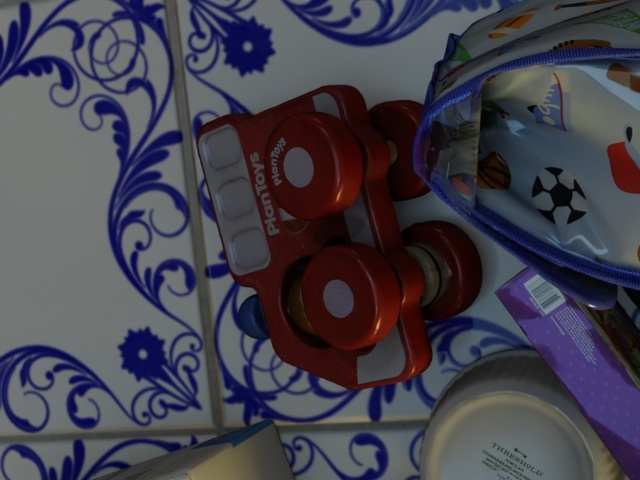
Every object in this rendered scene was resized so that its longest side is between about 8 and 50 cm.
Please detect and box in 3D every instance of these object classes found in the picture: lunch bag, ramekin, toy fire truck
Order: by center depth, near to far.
[{"bbox_3d":[0.277,-0.094,1.008,0.385,0.328,0.239,7,112,8],"label":"lunch bag"},{"bbox_3d":[0.193,0.214,1.216,0.207,0.109,0.207,2,96,18],"label":"ramekin"},{"bbox_3d":[0.000,0.000,1.253,0.253,0.169,0.302,-16,89,44],"label":"toy fire truck"}]

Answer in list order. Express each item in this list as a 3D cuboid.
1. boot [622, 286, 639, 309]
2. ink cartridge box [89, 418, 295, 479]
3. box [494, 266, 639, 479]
[{"bbox_3d":[0.355,0.095,1.084,0.263,0.229,0.091,44,107,10],"label":"boot"},{"bbox_3d":[-0.198,0.309,1.299,0.307,0.223,0.129,-21,89,20],"label":"ink cartridge box"},{"bbox_3d":[0.279,0.139,1.130,0.057,0.201,0.293,-37,82,18],"label":"box"}]
